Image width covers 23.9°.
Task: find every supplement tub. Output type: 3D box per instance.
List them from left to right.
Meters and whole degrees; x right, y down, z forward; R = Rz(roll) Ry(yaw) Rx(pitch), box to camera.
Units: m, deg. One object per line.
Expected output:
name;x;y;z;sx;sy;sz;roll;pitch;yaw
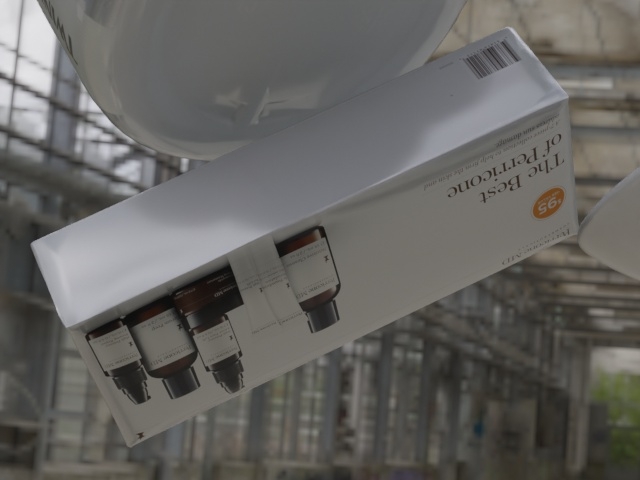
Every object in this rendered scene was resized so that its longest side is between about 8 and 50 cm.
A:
supplement tub;-0.081;-0.219;0.766;0.207;0.338;0.207;-22;-34;-16

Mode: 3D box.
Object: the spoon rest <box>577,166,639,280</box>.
spoon rest;0.216;-0.060;0.531;0.276;0.084;0.137;-25;-16;11

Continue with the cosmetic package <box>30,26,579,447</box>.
cosmetic package;0.000;0.000;0.690;0.239;0.060;0.099;-25;-38;-7
